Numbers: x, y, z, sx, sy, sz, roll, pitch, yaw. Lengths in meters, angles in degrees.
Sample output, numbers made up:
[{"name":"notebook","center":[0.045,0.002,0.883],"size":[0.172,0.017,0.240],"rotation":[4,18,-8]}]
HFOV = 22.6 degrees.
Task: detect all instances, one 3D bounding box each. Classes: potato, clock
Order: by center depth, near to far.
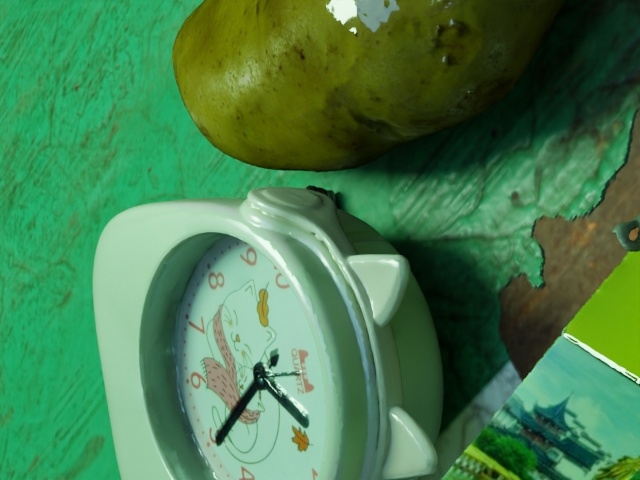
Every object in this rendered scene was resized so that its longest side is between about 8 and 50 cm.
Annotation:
[{"name":"potato","center":[0.014,-0.152,1.101],"size":[0.369,0.176,0.195],"rotation":[-17,98,51]},{"name":"clock","center":[-0.028,0.094,1.111],"size":[0.324,0.108,0.265],"rotation":[-8,89,50]}]

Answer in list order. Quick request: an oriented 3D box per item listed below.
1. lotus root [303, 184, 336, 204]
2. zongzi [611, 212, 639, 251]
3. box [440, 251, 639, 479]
[{"name":"lotus root","center":[-0.001,0.001,1.178],"size":[0.030,0.037,0.083],"rotation":[-43,54,42]},{"name":"zongzi","center":[0.343,-0.181,0.765],"size":[0.181,0.418,0.447],"rotation":[34,153,14]},{"name":"box","center":[0.147,0.158,0.852],"size":[0.335,0.047,0.187],"rotation":[-48,42,-7]}]
